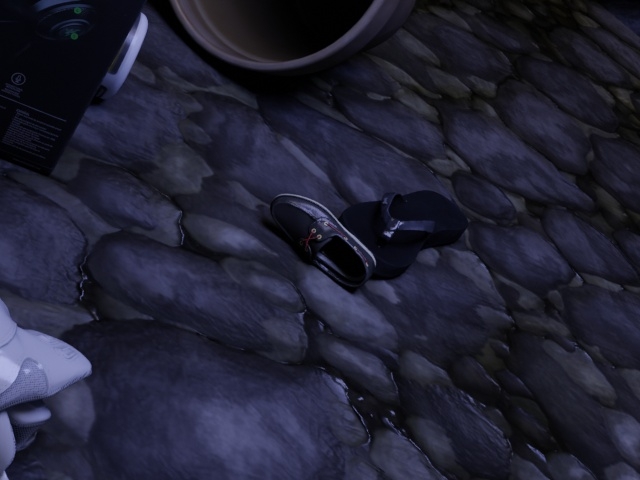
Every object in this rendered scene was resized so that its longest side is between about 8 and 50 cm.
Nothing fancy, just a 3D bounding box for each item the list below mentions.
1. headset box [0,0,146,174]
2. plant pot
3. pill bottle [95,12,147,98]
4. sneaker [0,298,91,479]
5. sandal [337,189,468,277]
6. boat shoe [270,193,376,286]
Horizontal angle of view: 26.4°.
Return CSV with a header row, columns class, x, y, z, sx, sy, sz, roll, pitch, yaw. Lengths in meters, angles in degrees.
class,x,y,z,sx,sy,sz,roll,pitch,yaw
headset box,-0.300,-0.239,1.245,0.246,0.283,0.131,21,32,-23
plant pot,-0.002,-0.356,1.760,0.323,0.323,0.280,45,13,18
pill bottle,-0.283,-0.230,1.435,0.184,0.103,0.103,25,30,-18
sneaker,-0.282,0.051,0.990,0.210,0.137,0.366,42,13,-16
sandal,0.097,-0.025,1.572,0.097,0.054,0.254,42,29,13
boat shoe,0.001,-0.001,1.442,0.133,0.049,0.042,39,20,-2
